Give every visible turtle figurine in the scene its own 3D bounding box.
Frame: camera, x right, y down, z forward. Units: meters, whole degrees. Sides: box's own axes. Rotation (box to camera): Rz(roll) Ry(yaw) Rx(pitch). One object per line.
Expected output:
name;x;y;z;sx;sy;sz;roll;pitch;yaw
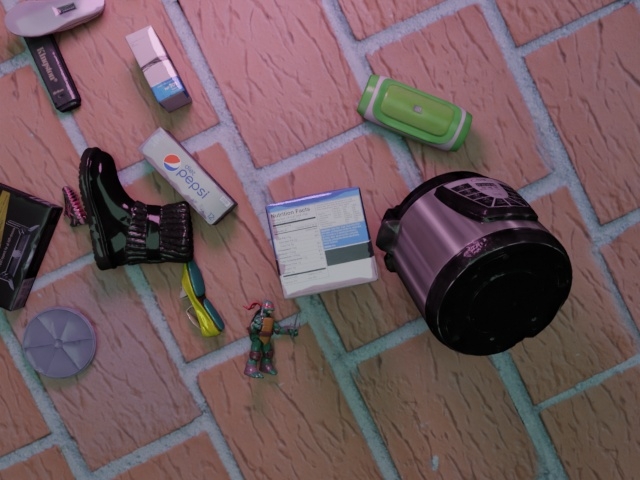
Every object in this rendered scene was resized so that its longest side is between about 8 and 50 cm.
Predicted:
turtle figurine;-0.146;0.254;1.638;0.175;0.118;0.234;7;94;-43

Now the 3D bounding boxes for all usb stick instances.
usb stick;-0.740;-0.488;1.625;0.077;0.045;0.277;-24;93;-2

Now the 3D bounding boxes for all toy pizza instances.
toy pizza;-0.725;0.284;1.658;0.202;0.032;0.201;0;91;-2

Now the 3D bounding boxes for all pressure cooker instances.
pressure cooker;0.364;0.031;1.502;0.376;0.420;0.370;-36;125;9

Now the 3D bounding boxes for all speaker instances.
speaker;0.254;-0.346;1.621;0.297;0.131;0.131;21;91;-2

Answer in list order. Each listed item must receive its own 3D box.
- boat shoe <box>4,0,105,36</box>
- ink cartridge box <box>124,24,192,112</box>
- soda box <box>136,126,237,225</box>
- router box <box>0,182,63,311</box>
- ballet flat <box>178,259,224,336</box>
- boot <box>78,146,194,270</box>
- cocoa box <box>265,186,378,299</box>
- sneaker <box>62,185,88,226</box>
boat shoe;-0.700;-0.596;1.588;0.258;0.084;0.095;-18;97;-14
ink cartridge box;-0.429;-0.453;1.588;0.082;0.139;0.190;-26;93;-2
soda box;-0.358;-0.172;1.621;0.091;0.098;0.286;-44;92;1
router box;-0.882;0.005;1.619;0.243;0.081;0.308;23;91;-3
ballet flat;-0.346;0.165;1.648;0.077;0.077;0.230;-24;94;13
boot;-0.484;-0.094;1.602;0.260;0.131;0.347;-9;95;1
cocoa box;0.000;0.000;1.513;0.232;0.347;0.227;-12;92;-1
sneaker;-0.692;-0.091;1.644;0.057;0.047;0.119;-23;91;11
